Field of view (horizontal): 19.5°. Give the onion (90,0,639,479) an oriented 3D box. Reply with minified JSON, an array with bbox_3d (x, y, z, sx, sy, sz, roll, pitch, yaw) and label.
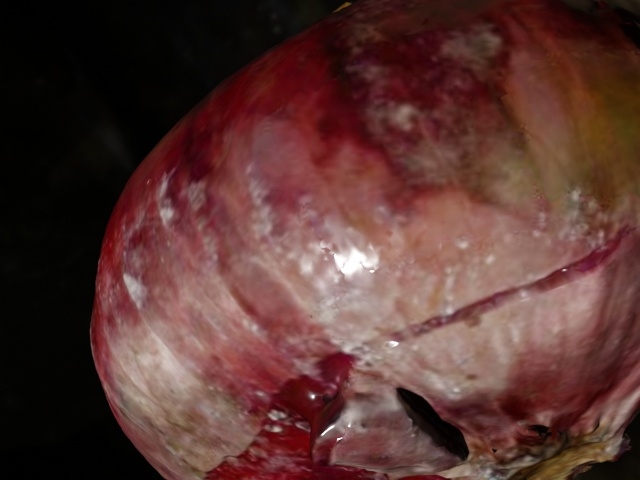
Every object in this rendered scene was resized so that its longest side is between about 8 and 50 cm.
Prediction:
[{"bbox_3d":[0.000,0.000,0.458,0.206,0.098,0.151,-54,47,46],"label":"onion"}]
